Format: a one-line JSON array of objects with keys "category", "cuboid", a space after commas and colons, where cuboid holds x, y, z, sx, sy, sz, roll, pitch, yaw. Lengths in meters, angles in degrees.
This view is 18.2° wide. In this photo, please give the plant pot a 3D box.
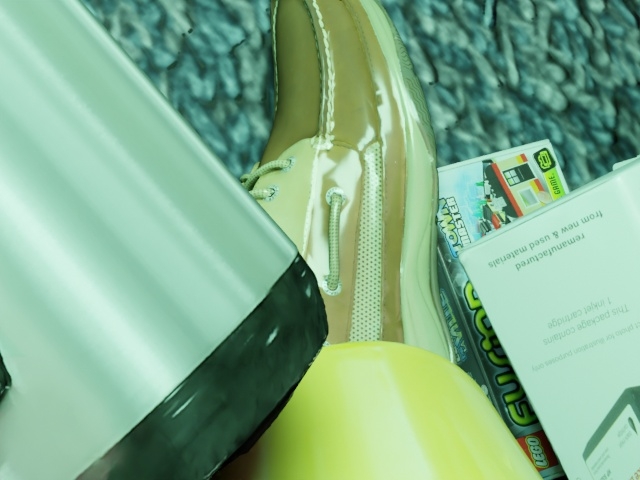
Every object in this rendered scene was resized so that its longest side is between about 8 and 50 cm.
[{"category": "plant pot", "cuboid": [0.033, 0.186, 1.007, 0.254, 0.254, 0.239, 15, 33, -21]}]

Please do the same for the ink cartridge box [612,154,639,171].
[{"category": "ink cartridge box", "cuboid": [0.243, -0.039, 1.340, 0.083, 0.028, 0.048, -17, 77, 15]}]

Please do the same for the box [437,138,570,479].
[{"category": "box", "cuboid": [0.129, 0.047, 1.264, 0.114, 0.036, 0.207, -16, 80, -29]}]

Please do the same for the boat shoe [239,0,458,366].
[{"category": "boat shoe", "cuboid": [0.000, 0.000, 1.171, 0.120, 0.122, 0.324, -4, 75, -20]}]

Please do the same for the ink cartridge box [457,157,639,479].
[{"category": "ink cartridge box", "cuboid": [0.246, 0.095, 1.202, 0.223, 0.129, 0.307, -25, 88, -53]}]

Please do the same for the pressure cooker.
[{"category": "pressure cooker", "cuboid": [-0.256, 0.002, 0.910, 0.420, 0.375, 0.370, 50, 44, -3]}]
